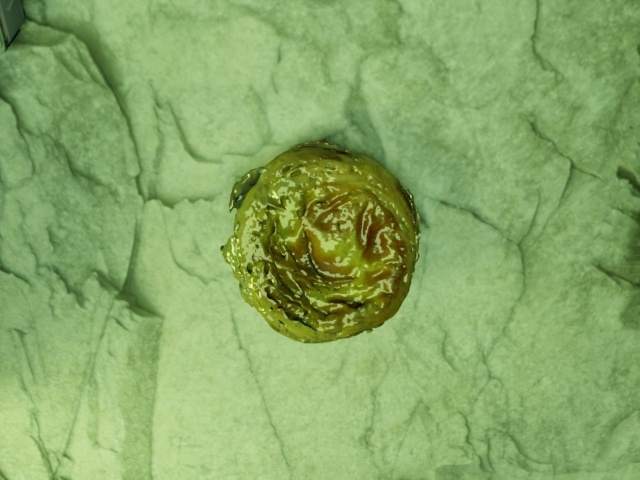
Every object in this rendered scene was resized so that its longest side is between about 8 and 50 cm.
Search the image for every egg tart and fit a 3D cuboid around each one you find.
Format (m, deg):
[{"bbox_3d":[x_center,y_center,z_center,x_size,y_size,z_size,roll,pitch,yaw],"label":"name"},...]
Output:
[{"bbox_3d":[0.000,0.000,0.963,0.297,0.132,0.297,-2,105,-7],"label":"egg tart"}]

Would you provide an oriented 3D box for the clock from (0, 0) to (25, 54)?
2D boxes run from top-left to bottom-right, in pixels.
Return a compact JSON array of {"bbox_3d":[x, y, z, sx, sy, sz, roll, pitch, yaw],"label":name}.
[{"bbox_3d":[-0.440,-0.320,0.778,0.145,0.073,0.193,5,138,-3],"label":"clock"}]
